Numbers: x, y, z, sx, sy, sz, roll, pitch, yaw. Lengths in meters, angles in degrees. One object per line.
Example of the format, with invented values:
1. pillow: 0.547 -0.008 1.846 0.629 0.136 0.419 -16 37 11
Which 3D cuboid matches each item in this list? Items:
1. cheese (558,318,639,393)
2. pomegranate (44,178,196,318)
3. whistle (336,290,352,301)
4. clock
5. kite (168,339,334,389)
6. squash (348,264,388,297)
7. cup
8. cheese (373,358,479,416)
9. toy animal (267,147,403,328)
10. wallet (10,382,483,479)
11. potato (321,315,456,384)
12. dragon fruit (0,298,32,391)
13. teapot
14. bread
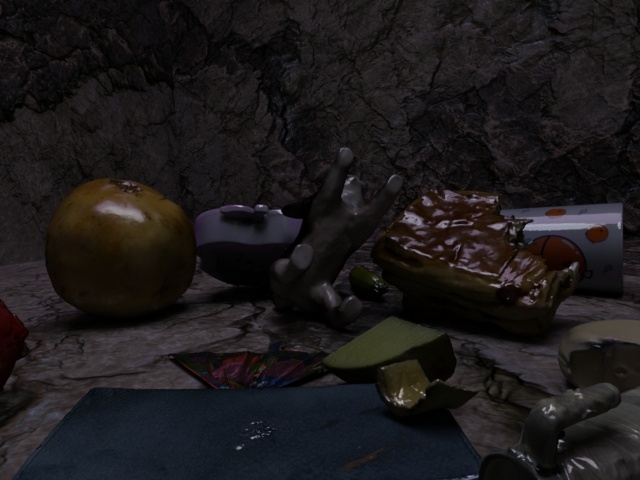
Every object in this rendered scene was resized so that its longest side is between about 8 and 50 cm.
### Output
1. cheese: 0.416 0.139 0.586 0.163 0.071 0.248 3 8 40
2. pomegranate: -0.450 0.023 1.032 0.332 0.333 0.332 -2 5 0
3. whistle: 0.015 0.132 1.071 0.039 0.039 0.186 -6 5 -35
4. clock: -0.163 0.022 1.198 0.338 0.102 0.338 0 -26 0
5. kite: -0.093 0.185 0.649 0.320 0.016 0.234 -2 6 6
6. squash: 0.115 0.106 1.176 0.069 0.069 0.258 -3 5 -7
7. cup: 0.576 0.018 1.143 0.317 0.213 0.212 0 5 35
8. cheese: 0.098 0.142 0.421 0.060 0.042 0.084 4 -3 -36
9. toy animal: 0.000 0.000 0.977 0.194 0.344 0.302 31 -21 -13
10. wallet: -0.060 0.186 0.414 0.378 0.046 0.191 -1 7 -3
11. potato: 0.086 0.160 0.548 0.120 0.081 0.149 -30 6 -15
12. dragon fruit: -0.452 0.135 0.523 0.172 0.172 0.209 1 16 35
13. teapot: 0.214 0.151 0.331 0.200 0.107 0.077 -5 15 -26
14. bread: 0.317 0.045 0.922 0.369 0.192 0.314 17 41 38
